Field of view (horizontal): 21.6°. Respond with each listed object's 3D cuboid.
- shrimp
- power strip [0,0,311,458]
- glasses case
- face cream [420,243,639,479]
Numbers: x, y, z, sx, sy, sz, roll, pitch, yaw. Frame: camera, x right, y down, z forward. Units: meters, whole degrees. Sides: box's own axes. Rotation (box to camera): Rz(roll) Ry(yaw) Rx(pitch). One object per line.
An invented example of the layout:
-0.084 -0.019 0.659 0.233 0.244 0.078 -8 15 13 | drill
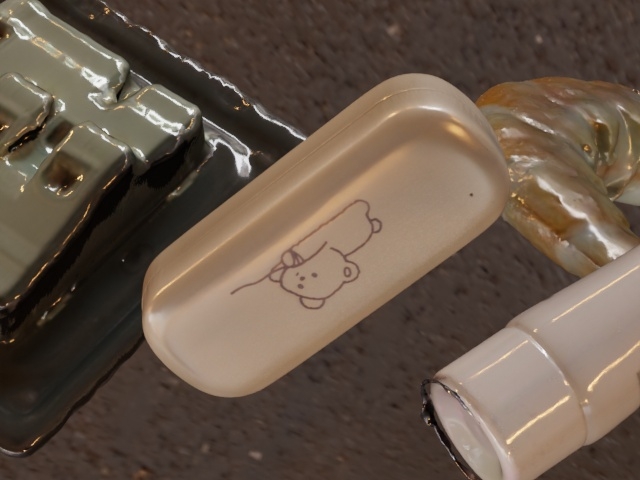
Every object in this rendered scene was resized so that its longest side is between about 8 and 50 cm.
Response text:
0.167 -0.028 0.946 0.185 0.287 0.068 20 112 -7 | shrimp
-0.171 -0.044 0.914 0.257 0.092 0.251 33 70 20 | power strip
0.000 0.000 0.806 0.196 0.083 0.050 -38 26 19 | glasses case
0.153 0.017 0.687 0.243 0.092 0.058 -32 63 -16 | face cream
